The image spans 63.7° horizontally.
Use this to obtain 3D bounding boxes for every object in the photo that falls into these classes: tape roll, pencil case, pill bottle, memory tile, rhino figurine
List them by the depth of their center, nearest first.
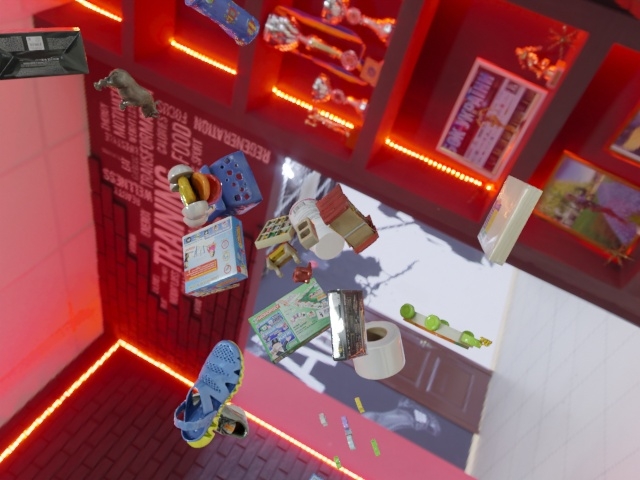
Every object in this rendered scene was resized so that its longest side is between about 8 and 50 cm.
[{"bbox_3d":[-0.619,-0.475,1.710,0.243,0.106,0.073,41,-148,-55],"label":"rhino figurine"},{"bbox_3d":[-0.373,-0.869,1.965,0.306,0.133,0.119,23,-83,-49],"label":"pencil case"},{"bbox_3d":[-0.415,0.205,2.125,0.148,0.012,0.113,-18,-4,43],"label":"memory tile"},{"bbox_3d":[-0.015,-0.050,2.179,0.283,0.160,0.160,54,130,50],"label":"pill bottle"},{"bbox_3d":[0.265,0.512,2.427,0.246,0.246,0.169,-48,-51,-57],"label":"tape roll"}]

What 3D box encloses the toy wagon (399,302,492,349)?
[{"bbox_3d":[0.452,0.324,1.861,0.267,0.344,0.068,26,-93,-41],"label":"toy wagon"}]

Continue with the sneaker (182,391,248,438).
[{"bbox_3d":[-0.345,0.591,1.733,0.100,0.271,0.108,-54,33,2],"label":"sneaker"}]

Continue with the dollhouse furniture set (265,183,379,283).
[{"bbox_3d":[0.000,0.000,1.862,0.374,0.201,0.152,-37,34,13],"label":"dollhouse furniture set"}]

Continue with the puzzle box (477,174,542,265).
[{"bbox_3d":[0.654,-0.084,1.815,0.409,0.052,0.272,-45,-22,-73],"label":"puzzle box"}]

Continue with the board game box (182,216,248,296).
[{"bbox_3d":[-0.508,0.077,2.459,0.086,0.308,0.302,34,-139,-56],"label":"board game box"}]

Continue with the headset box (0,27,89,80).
[{"bbox_3d":[-0.750,-0.508,1.382,0.218,0.293,0.110,-12,-63,-22],"label":"headset box"}]

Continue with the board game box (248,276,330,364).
[{"bbox_3d":[-0.101,0.314,2.047,0.317,0.213,0.046,-32,-34,-7],"label":"board game box"}]

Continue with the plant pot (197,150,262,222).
[{"bbox_3d":[-0.415,-0.215,2.178,0.212,0.236,0.236,-24,-1,-33],"label":"plant pot"}]

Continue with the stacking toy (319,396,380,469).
[{"bbox_3d":[0.104,0.708,1.895,0.166,0.221,0.052,-22,-41,0],"label":"stacking toy"}]

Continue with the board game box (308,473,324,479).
[{"bbox_3d":[-0.022,0.842,1.571,0.211,0.160,0.039,-44,-52,-33],"label":"board game box"}]

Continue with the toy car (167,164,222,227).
[{"bbox_3d":[-0.349,-0.136,1.477,0.136,0.159,0.182,-23,-8,-16],"label":"toy car"}]

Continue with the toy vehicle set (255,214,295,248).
[{"bbox_3d":[-0.189,-0.049,2.359,0.267,0.165,0.035,-72,-36,-66],"label":"toy vehicle set"}]

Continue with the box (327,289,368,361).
[{"bbox_3d":[0.094,0.283,1.746,0.183,0.056,0.231,11,-108,-63],"label":"box"}]

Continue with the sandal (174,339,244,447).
[{"bbox_3d":[-0.327,0.442,1.505,0.318,0.126,0.138,-70,-26,-18],"label":"sandal"}]
